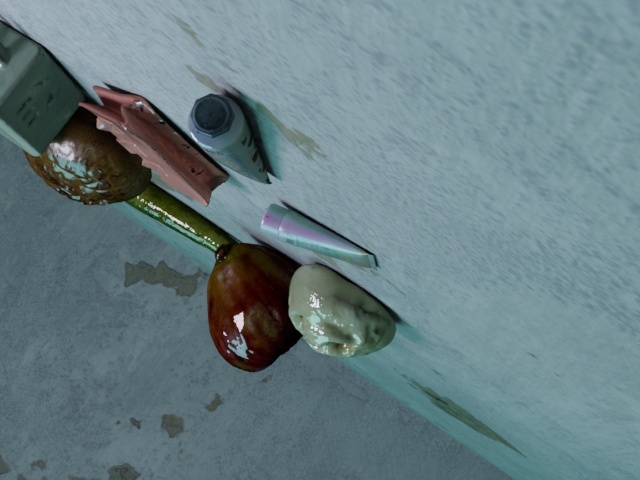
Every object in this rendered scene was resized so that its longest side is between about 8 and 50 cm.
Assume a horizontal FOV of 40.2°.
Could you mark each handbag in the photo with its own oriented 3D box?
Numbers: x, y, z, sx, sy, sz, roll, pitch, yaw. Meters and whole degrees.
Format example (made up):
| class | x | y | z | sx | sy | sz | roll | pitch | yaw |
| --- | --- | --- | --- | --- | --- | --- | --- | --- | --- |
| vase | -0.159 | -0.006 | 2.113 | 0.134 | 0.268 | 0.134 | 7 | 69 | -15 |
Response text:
| class | x | y | z | sx | sy | sz | roll | pitch | yaw |
| --- | --- | --- | --- | --- | --- | --- | --- | --- | --- |
| handbag | -0.251 | -0.146 | 1.328 | 0.157 | 0.059 | 0.212 | 24 | 164 | 45 |

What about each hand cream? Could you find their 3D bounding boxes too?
| class | x | y | z | sx | sy | sz | roll | pitch | yaw |
| --- | --- | --- | --- | --- | --- | --- | --- | --- | --- |
| hand cream | -0.106 | -0.113 | 1.022 | 0.095 | 0.059 | 0.276 | 33 | 176 | 4 |
| hand cream | 0.000 | 0.000 | 1.255 | 0.174 | 0.047 | 0.076 | 23 | 168 | 14 |

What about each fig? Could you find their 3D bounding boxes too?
| class | x | y | z | sx | sy | sz | roll | pitch | yaw |
| --- | --- | --- | --- | --- | --- | --- | --- | --- | --- |
| fig | -0.123 | 0.130 | 1.760 | 0.224 | 0.263 | 0.224 | -7 | 157 | -3 |

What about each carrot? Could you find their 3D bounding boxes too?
| class | x | y | z | sx | sy | sz | roll | pitch | yaw |
| --- | --- | --- | --- | --- | --- | --- | --- | --- | --- |
| carrot | -0.319 | -0.045 | 2.039 | 0.358 | 0.074 | 0.074 | 32 | 170 | 10 |

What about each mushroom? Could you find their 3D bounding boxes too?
| class | x | y | z | sx | sy | sz | roll | pitch | yaw |
| --- | --- | --- | --- | --- | --- | --- | --- | --- | --- |
| mushroom | -0.427 | -0.158 | 1.597 | 0.253 | 0.153 | 0.253 | 20 | 159 | 8 |

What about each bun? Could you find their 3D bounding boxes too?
| class | x | y | z | sx | sy | sz | roll | pitch | yaw |
| --- | --- | --- | --- | --- | --- | --- | --- | --- | --- |
| bun | 0.027 | 0.145 | 1.602 | 0.231 | 0.133 | 0.231 | 33 | 168 | 8 |

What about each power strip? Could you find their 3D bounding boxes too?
| class | x | y | z | sx | sy | sz | roll | pitch | yaw |
| --- | --- | --- | --- | --- | --- | --- | --- | --- | --- |
| power strip | -0.504 | -0.257 | 1.395 | 0.139 | 0.140 | 0.224 | 33 | 170 | 19 |
